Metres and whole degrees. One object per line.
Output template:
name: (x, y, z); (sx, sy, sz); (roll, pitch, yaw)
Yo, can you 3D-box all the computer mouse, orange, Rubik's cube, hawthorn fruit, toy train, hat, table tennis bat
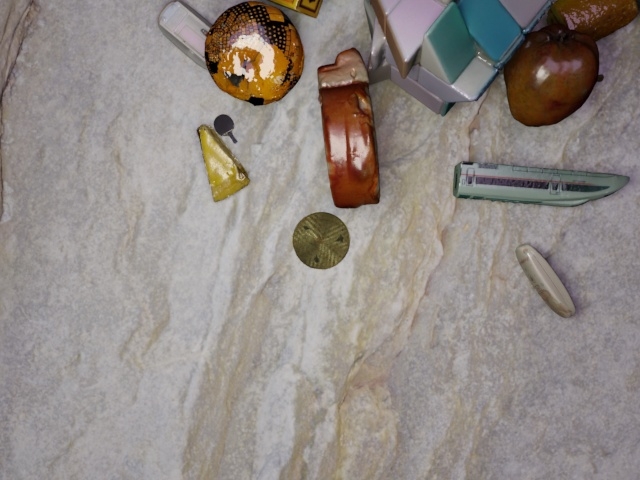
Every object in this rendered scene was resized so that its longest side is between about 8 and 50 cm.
computer mouse: (-0.313, -0.511, 1.386); (0.199, 0.045, 0.102); (39, 90, 1)
orange: (-0.152, -0.436, 1.298); (0.235, 0.182, 0.234); (3, 115, 6)
Rubik's cube: (0.265, -0.496, 1.205); (0.368, 0.358, 0.387); (38, 86, 9)
hawthorn fruit: (0.522, -0.356, 1.267); (0.208, 0.248, 0.208); (-5, 47, 6)
toy train: (0.528, -0.128, 1.328); (0.407, 0.086, 0.088); (5, 88, 2)
hat: (0.000, 0.000, 1.356); (0.146, 0.067, 0.145); (0, 89, 2)
table tennis bat: (-0.236, -0.280, 1.399); (0.050, 0.007, 0.083); (-35, 87, 1)

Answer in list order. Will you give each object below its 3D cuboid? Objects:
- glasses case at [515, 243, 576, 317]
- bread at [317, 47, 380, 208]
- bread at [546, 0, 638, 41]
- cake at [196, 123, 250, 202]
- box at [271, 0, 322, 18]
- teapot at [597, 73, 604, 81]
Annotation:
glasses case: (0.538, 0.096, 1.328); (0.051, 0.081, 0.204); (-34, 86, -1)
bread: (0.065, -0.229, 1.240); (0.114, 0.295, 0.327); (-8, 58, 3)
bread: (0.643, -0.537, 1.321); (0.172, 0.103, 0.132); (-28, 88, 3)
cake: (-0.262, -0.186, 1.377); (0.185, 0.079, 0.116); (45, 104, -8)
box: (-0.042, -0.691, 1.273); (0.193, 0.084, 0.301); (37, 114, 36)
teapot: (0.635, -0.389, 1.352); (0.110, 0.085, 0.080); (-19, 63, -26)
